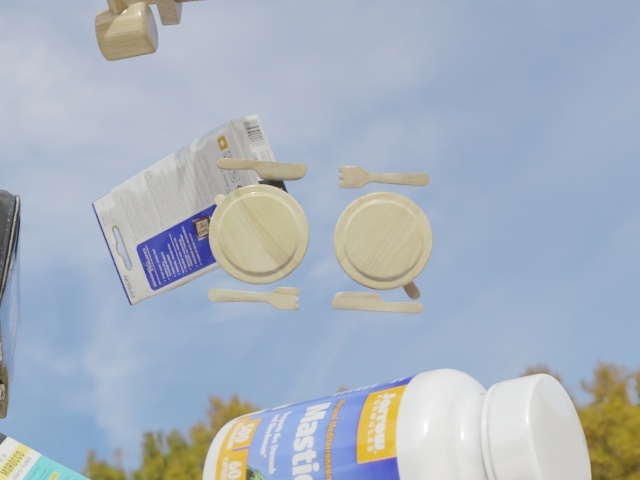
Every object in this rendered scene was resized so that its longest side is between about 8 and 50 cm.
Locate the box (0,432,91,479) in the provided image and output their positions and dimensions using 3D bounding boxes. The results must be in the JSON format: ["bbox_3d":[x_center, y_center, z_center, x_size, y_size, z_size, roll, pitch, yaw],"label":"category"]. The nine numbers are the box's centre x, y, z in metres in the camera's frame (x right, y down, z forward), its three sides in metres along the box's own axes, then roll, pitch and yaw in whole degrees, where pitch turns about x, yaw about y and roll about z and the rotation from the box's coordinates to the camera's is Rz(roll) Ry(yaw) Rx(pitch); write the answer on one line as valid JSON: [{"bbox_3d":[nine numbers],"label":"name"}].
[{"bbox_3d":[-0.408,0.302,1.681,0.244,0.100,0.060,28,-70,-1],"label":"box"}]

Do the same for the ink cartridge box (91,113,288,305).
[{"bbox_3d":[-0.189,-0.036,1.914,0.371,0.176,0.069,-24,-4,44],"label":"ink cartridge box"}]

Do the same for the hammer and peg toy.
[{"bbox_3d":[-0.190,-0.391,1.513,0.127,0.361,0.266,-4,-43,5],"label":"hammer and peg toy"}]

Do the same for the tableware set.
[{"bbox_3d":[0.000,0.000,1.153,0.194,0.128,0.039,4,-8,-1],"label":"tableware set"}]

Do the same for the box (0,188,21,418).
[{"bbox_3d":[-0.418,0.035,0.948,0.394,0.097,0.318,7,-24,-9],"label":"box"}]

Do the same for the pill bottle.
[{"bbox_3d":[0.058,0.182,1.004,0.272,0.152,0.152,-18,-25,29],"label":"pill bottle"}]
